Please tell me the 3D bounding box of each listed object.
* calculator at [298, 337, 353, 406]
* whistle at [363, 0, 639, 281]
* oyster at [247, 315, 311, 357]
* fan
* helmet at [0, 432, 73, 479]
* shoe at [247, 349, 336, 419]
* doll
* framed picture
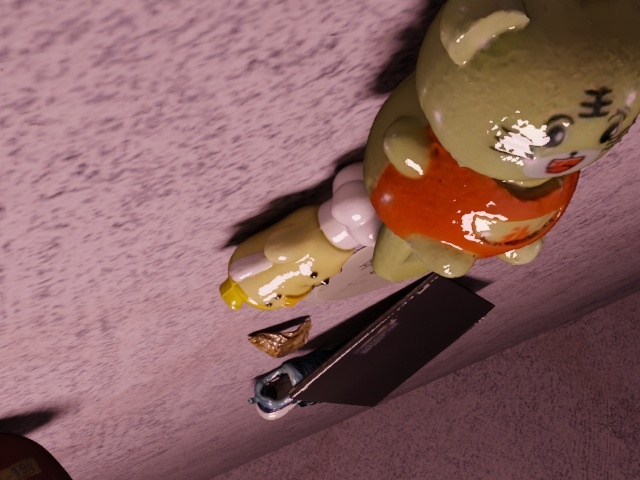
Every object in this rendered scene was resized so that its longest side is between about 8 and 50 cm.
[{"bbox_3d":[0.080,0.194,1.555,0.248,0.058,0.274,-32,163,23],"label":"calculator"},{"bbox_3d":[0.089,-0.050,0.527,0.131,0.106,0.288,-10,153,-22],"label":"whistle"},{"bbox_3d":[-0.046,0.114,1.099,0.093,0.034,0.051,-11,153,-31],"label":"oyster"},{"bbox_3d":[0.151,0.008,1.083,0.233,0.012,0.414,-35,162,37],"label":"fan"},{"bbox_3d":[-0.312,0.237,0.931,0.175,0.106,0.155,-16,166,-40],"label":"helmet"},{"bbox_3d":[-0.036,0.197,1.372,0.142,0.064,0.071,-30,150,3],"label":"shoe"},{"bbox_3d":[0.000,0.000,0.693,0.162,0.062,0.106,-34,168,28],"label":"doll"},{"bbox_3d":[0.114,0.151,1.374,0.255,0.014,0.338,-41,158,10],"label":"framed picture"}]
